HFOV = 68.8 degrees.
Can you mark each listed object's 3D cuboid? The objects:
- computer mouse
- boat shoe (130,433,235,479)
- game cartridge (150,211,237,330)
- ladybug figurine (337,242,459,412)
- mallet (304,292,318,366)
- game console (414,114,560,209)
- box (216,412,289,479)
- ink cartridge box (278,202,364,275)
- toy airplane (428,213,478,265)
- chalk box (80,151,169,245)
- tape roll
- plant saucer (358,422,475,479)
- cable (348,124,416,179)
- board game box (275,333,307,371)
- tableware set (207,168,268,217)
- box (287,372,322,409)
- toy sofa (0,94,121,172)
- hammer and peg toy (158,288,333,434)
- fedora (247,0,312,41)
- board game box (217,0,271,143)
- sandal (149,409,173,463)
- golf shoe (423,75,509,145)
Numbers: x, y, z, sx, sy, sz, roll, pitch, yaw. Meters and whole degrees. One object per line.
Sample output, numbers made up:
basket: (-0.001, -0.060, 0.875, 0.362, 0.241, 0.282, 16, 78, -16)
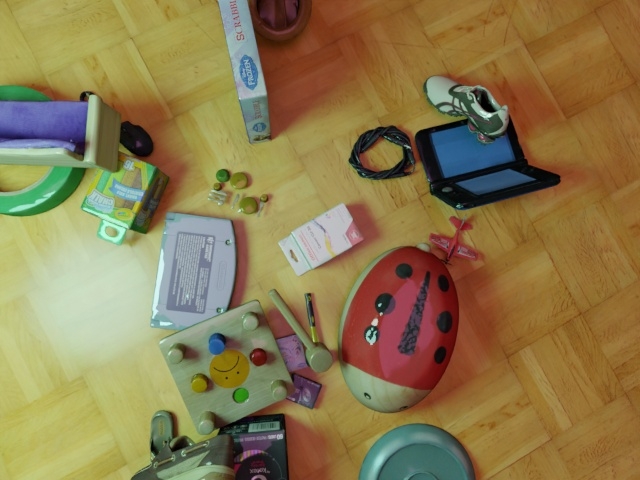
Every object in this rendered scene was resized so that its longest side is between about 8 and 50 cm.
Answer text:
computer mouse: (-0.538, -0.309, 1.224, 0.242, 0.041, 0.071, 39, 84, 0)
boat shoe: (-0.314, 0.509, 1.060, 0.123, 0.342, 0.123, 31, 44, -35)
game cartridge: (-0.317, 0.085, 1.202, 0.198, 0.062, 0.297, 8, 84, -9)
ladybug figurine: (0.208, 0.218, 1.180, 0.305, 0.162, 0.449, 14, 84, -3)
mallet: (-0.027, 0.234, 1.217, 0.062, 0.039, 0.190, -12, 81, -29)
game console: (0.436, -0.222, 1.242, 0.293, 0.250, 0.173, -15, 113, -6)
box: (-0.158, 0.578, 1.124, 0.165, 0.143, 0.270, -4, 86, -5)
ink cartridge box: (0.000, 0.000, 1.229, 0.198, 0.067, 0.115, -30, 88, -7)
toy airplane: (0.368, -0.004, 1.281, 0.151, 0.028, 0.151, 1, 85, -6)
chalk box: (-0.490, -0.097, 1.162, 0.132, 0.132, 0.213, 21, 83, -2)
tape roll: (-0.768, -0.223, 1.178, 0.321, 0.077, 0.321, 0, 85, -5)
plant saucer: (0.256, 0.641, 1.206, 0.317, 0.044, 0.318, 0, 85, -4)
cable: (0.165, -0.239, 1.276, 0.184, 0.047, 0.150, -8, 85, -5)
board game box: (-0.088, 0.296, 1.218, 0.090, 0.020, 0.090, -13, 87, -6)
tableware set: (-0.215, -0.128, 1.246, 0.154, 0.024, 0.104, 20, 80, -2)
box: (-0.046, 0.391, 1.213, 0.083, 0.018, 0.067, 24, 83, -3)
toy sofa: (-0.652, -0.245, 1.035, 0.362, 0.177, 0.150, 3, 85, 7)
hammer and peg toy: (-0.172, 0.276, 1.126, 0.361, 0.127, 0.266, -23, 97, -8)
fedora: (-0.115, -0.629, 1.271, 0.194, 0.079, 0.194, 0, 91, -5)
board game box: (-0.184, -0.434, 1.128, 0.066, 0.319, 0.318, -12, 85, -6)
sandal: (-0.391, 0.515, 1.155, 0.072, 0.049, 0.180, -6, 89, -5)
golf shoe: (0.395, -0.380, 1.251, 0.105, 0.120, 0.273, -39, 67, -15)
